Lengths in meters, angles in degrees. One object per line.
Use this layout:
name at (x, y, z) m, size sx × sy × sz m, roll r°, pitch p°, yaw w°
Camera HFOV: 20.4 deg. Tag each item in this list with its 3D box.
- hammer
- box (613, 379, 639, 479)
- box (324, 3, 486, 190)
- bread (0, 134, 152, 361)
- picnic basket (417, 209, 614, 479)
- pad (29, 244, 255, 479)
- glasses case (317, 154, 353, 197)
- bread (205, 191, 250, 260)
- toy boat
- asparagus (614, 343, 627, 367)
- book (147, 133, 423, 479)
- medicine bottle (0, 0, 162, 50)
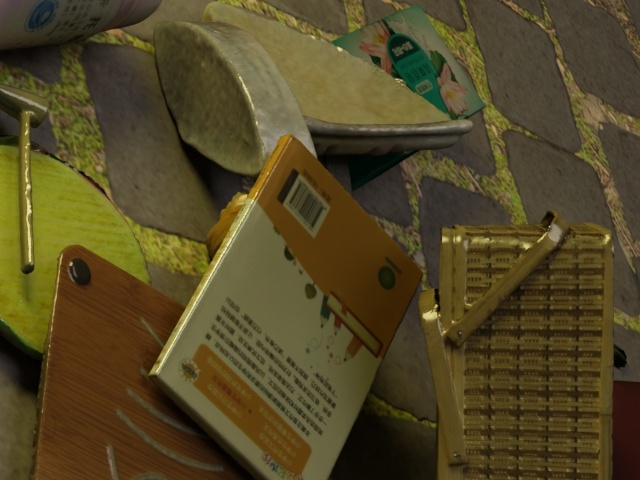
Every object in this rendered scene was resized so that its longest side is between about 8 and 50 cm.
hammer at (-0.257, -0.055, 1.501) m, size 0.060 × 0.028 × 0.195 m, roll 22°, pitch 43°, yaw -34°
box at (0.359, 0.279, 2.013) m, size 0.404 × 0.108 × 0.263 m, roll 11°, pitch 53°, yaw -49°
box at (0.074, -0.167, 2.041) m, size 0.153 × 0.092 × 0.245 m, roll 56°, pitch 31°, yaw 0°
bread at (-0.239, 0.011, 1.520) m, size 0.228 × 0.033 × 0.228 m, roll 35°, pitch 36°, yaw -31°
picnic basket at (0.180, 0.127, 1.690) m, size 0.228 × 0.175 × 0.313 m, roll -30°, pitch 120°, yaw -86°
pad at (-0.128, 0.175, 1.499) m, size 0.286 × 0.018 × 0.284 m, roll 33°, pitch 45°, yaw -38°
glasses case at (0.000, 0.000, 1.815) m, size 0.047 × 0.071 × 0.205 m, roll 24°, pitch 45°, yaw -35°
bread at (-0.037, 0.036, 1.700) m, size 0.119 × 0.084 × 0.177 m, roll -7°, pitch 67°, yaw -28°
toy boat at (-0.035, -0.151, 1.821) m, size 0.276 × 0.111 × 0.293 m, roll 42°, pitch 32°, yaw 25°
asparagus at (0.305, 0.094, 2.189) m, size 0.233 × 0.023 × 0.022 m, roll 36°, pitch -7°, yaw -30°
book at (-0.022, 0.074, 1.615) m, size 0.208 × 0.020 × 0.295 m, roll 47°, pitch 51°, yaw -25°
medicine bottle at (-0.258, -0.249, 1.611) m, size 0.254 × 0.152 × 0.152 m, roll -16°, pitch 75°, yaw -56°
